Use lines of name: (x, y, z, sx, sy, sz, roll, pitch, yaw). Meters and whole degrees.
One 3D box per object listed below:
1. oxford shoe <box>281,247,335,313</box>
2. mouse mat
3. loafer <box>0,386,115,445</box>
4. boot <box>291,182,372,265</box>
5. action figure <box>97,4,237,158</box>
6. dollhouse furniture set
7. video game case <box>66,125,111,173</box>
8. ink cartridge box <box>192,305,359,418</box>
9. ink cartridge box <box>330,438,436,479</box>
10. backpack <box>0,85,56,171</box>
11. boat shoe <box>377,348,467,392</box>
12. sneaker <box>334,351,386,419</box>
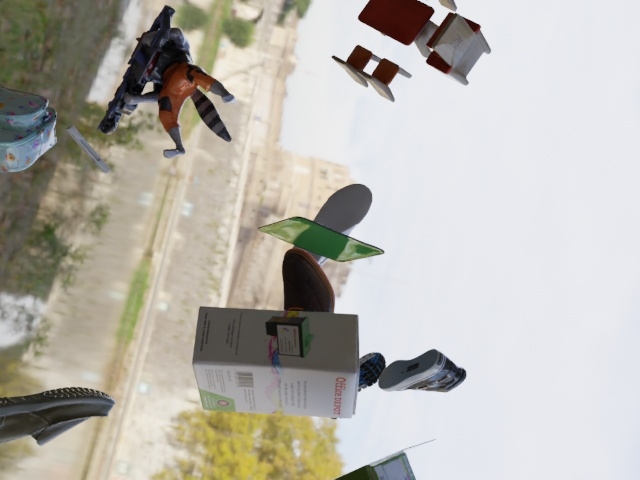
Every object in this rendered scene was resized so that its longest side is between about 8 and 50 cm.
oxford shoe: (-0.028, 0.149, 1.723, 0.098, 0.097, 0.271, -36, 115, -55)
mouse mat: (0.000, 0.000, 1.563, 0.153, 0.190, 0.007, -14, -122, 56)
loafer: (-0.495, 0.320, 1.607, 0.094, 0.251, 0.087, -175, -98, -66)
boot: (0.018, -0.022, 2.059, 0.258, 0.095, 0.123, -46, 176, -5)
action figure: (-0.345, -0.327, 2.006, 0.341, 0.179, 0.330, -48, -125, 28)
dollhouse furniture set: (0.168, -0.383, 1.586, 0.259, 0.135, 0.262, 38, -85, 40)
video game case: (-0.588, -0.231, 2.262, 0.019, 0.143, 0.157, -41, -163, -9)
ink cartridge box: (-0.072, 0.216, 1.570, 0.201, 0.278, 0.117, 91, 2, -56)
ink cartridge box: (0.078, 0.403, 1.408, 0.189, 0.255, 0.097, -31, -107, 27)
backpack: (-0.659, -0.232, 1.880, 0.188, 0.166, 0.144, -70, 174, -48)
boat shoe: (0.193, 0.267, 1.718, 0.183, 0.083, 0.065, -29, -146, 48)
sneaker: (0.072, 0.329, 2.085, 0.191, 0.071, 0.083, -44, -170, -8)
